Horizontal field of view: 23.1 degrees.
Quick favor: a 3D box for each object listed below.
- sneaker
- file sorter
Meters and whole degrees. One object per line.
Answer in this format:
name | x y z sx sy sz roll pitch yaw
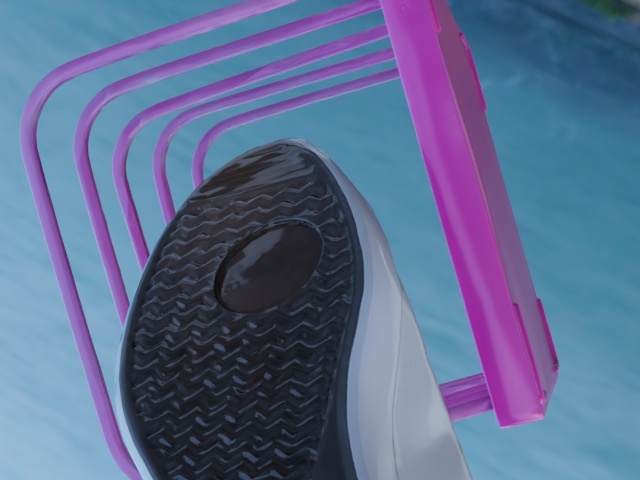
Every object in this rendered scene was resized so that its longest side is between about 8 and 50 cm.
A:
sneaker | 0.004 0.093 0.545 0.106 0.290 0.123 -25 136 15
file sorter | 0.000 0.000 0.759 0.182 0.202 0.291 -16 176 9
